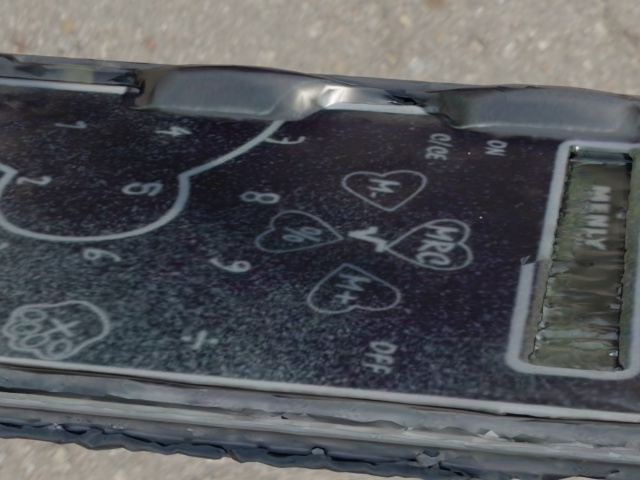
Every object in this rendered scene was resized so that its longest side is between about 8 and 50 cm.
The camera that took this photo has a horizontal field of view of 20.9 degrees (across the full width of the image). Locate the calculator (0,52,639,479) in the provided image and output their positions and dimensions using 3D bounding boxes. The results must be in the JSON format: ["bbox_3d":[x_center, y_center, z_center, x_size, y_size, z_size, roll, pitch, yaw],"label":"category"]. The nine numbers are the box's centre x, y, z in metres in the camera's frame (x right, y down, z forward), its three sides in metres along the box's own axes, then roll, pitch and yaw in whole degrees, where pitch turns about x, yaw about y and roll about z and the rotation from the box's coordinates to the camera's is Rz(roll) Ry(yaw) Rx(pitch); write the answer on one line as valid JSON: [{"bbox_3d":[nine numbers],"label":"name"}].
[{"bbox_3d":[0.000,-0.001,0.423,0.274,0.028,0.165,4,29,10],"label":"calculator"}]
